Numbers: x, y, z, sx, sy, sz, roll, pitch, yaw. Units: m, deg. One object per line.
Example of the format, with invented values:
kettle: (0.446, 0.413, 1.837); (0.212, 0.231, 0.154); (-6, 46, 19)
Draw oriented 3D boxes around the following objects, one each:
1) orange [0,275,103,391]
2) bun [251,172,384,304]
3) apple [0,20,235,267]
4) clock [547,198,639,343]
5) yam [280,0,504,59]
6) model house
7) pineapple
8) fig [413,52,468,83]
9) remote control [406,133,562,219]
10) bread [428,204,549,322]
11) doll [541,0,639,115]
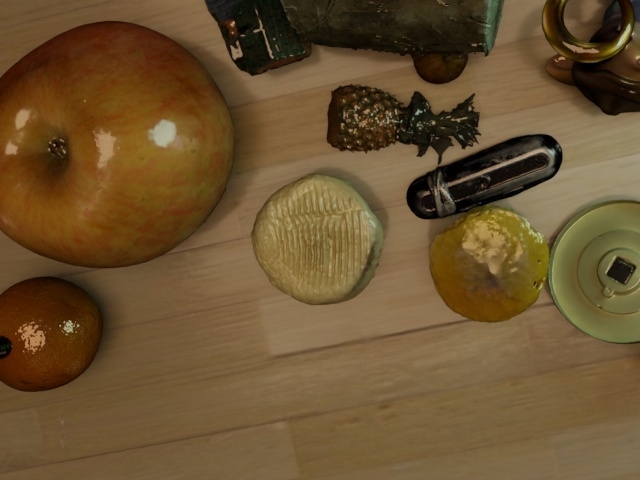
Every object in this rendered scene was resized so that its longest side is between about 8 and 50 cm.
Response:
orange: (-0.471, 0.160, 1.618); (0.206, 0.206, 0.206); (1, 97, 6)
bun: (0.000, 0.000, 1.576); (0.220, 0.134, 0.221); (2, 101, 12)
apple: (-0.337, -0.142, 1.489); (0.391, 0.346, 0.392); (1, 97, 12)
clock: (0.482, 0.049, 1.533); (0.235, 0.029, 0.235); (-5, 80, 27)
yam: (0.111, -0.400, 1.432); (0.348, 0.241, 0.241); (11, 99, 21)
model house: (-0.100, -0.364, 1.521); (0.166, 0.172, 0.183); (-18, 96, 7)
pineapple: (0.138, -0.189, 1.560); (0.251, 0.125, 0.125); (2, 98, -5)
fig: (0.193, -0.291, 1.522); (0.088, 0.125, 0.089); (0, 99, 1)
remote control: (0.268, -0.101, 1.568); (0.265, 0.066, 0.090); (-21, 93, 8)
bread: (0.268, 0.028, 1.528); (0.197, 0.170, 0.197); (3, 109, 8)
doll: (0.503, -0.353, 1.439); (0.317, 0.209, 0.340); (28, 95, -8)
